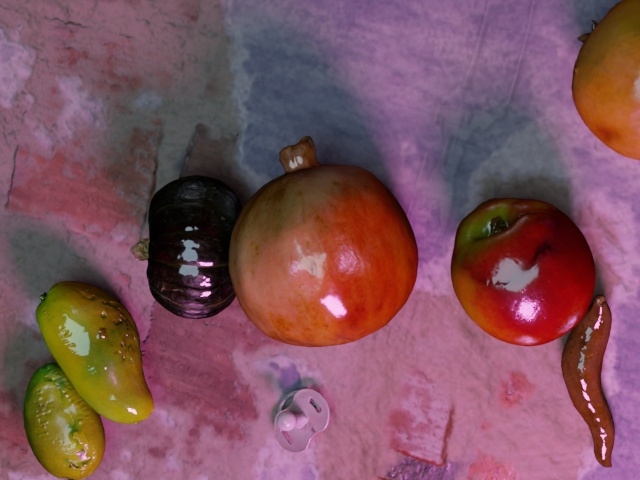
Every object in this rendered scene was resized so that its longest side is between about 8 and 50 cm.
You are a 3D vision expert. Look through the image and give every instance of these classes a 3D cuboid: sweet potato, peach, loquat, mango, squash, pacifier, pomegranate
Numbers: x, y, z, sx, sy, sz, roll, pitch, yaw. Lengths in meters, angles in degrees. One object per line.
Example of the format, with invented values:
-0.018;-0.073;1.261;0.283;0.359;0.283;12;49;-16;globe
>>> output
0.356;0.187;1.729;0.069;0.059;0.249;-5;103;3;sweet potato
0.264;0.045;1.665;0.197;0.197;0.197;3;100;14;peach
0.406;-0.198;1.576;0.208;0.208;0.208;3;100;14;loquat
-0.314;0.158;1.864;0.125;0.111;0.233;-36;94;5;mango
-0.171;0.009;1.766;0.156;0.193;0.193;22;105;-11;squash
-0.038;0.251;1.831;0.081;0.078;0.099;47;109;25;pacifier
0.000;0.000;1.690;0.229;0.252;0.270;-8;100;36;pomegranate
-0.374;0.265;1.908;0.119;0.100;0.178;-16;91;26;mango
